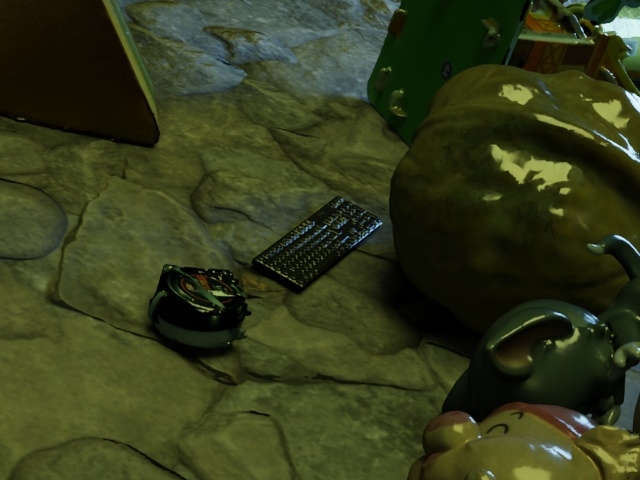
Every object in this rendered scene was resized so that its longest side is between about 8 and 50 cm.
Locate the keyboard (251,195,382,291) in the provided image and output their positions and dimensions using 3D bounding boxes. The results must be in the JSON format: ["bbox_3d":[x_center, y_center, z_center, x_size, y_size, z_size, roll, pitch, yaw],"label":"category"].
[{"bbox_3d":[0.000,0.000,1.484,0.061,0.013,0.204,30,30,14],"label":"keyboard"}]

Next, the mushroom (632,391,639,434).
[{"bbox_3d":[0.396,0.213,1.076,0.314,0.314,0.336,9,73,-20],"label":"mushroom"}]

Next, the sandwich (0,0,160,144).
[{"bbox_3d":[-0.258,-0.217,1.510,0.220,0.186,0.108,13,33,-15],"label":"sandwich"}]

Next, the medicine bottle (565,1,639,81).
[{"bbox_3d":[0.472,-0.302,2.189,0.239,0.124,0.124,-2,36,-36],"label":"medicine bottle"}]

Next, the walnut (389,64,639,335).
[{"bbox_3d":[0.214,-0.040,1.442,0.277,0.253,0.282,18,32,7],"label":"walnut"}]

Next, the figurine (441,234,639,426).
[{"bbox_3d":[0.241,0.080,1.233,0.140,0.265,0.193,44,-11,8],"label":"figurine"}]

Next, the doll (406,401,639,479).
[{"bbox_3d":[0.115,0.209,1.046,0.196,0.152,0.256,3,26,42],"label":"doll"}]

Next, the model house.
[{"bbox_3d":[0.273,-0.269,1.757,0.313,0.357,0.242,-2,35,-32],"label":"model house"}]

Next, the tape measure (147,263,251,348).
[{"bbox_3d":[-0.110,0.057,1.278,0.091,0.054,0.094,10,25,-16],"label":"tape measure"}]
